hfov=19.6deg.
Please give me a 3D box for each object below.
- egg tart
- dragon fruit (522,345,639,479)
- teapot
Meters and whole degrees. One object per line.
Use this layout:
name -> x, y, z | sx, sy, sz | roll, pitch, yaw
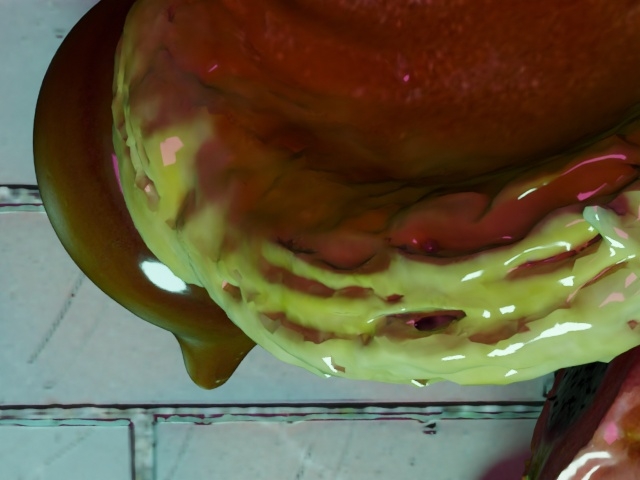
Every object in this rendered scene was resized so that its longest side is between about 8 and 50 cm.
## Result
egg tart -> 0.098, -0.096, 0.738 | 0.388, 0.388, 0.169 | -39, 137, 3
dragon fruit -> 0.203, 0.078, 0.856 | 0.189, 0.290, 0.290 | 37, 95, -4
teapot -> -0.067, -0.056, 0.890 | 0.178, 0.135, 0.252 | -5, 78, -40
